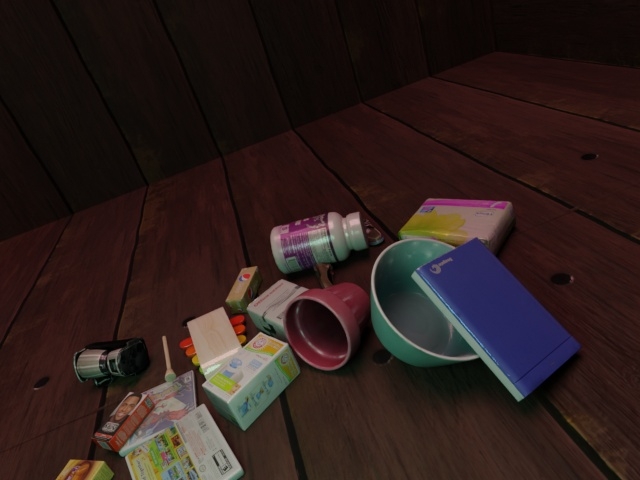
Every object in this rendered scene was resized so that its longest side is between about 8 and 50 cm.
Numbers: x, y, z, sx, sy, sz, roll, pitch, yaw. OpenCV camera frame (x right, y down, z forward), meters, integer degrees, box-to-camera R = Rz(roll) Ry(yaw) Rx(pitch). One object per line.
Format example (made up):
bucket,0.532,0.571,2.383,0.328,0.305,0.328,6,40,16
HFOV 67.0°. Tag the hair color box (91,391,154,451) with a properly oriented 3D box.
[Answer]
hair color box,-0.492,0.452,1.211,0.072,0.043,0.141,-4,32,29

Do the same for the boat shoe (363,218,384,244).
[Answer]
boat shoe,0.151,-0.038,1.688,0.066,0.066,0.183,-31,30,-20

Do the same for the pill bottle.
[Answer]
pill bottle,0.000,0.000,1.609,0.302,0.169,0.169,-14,29,10

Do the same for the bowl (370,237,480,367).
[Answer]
bowl,0.239,0.163,1.106,0.312,0.163,0.311,9,51,-12

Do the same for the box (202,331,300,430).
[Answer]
box,-0.166,0.339,1.188,0.114,0.103,0.203,12,42,44

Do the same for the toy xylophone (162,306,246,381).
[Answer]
toy xylophone,-0.320,0.302,1.363,0.236,0.081,0.322,-20,28,-7

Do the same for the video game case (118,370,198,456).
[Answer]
video game case,-0.416,0.441,1.252,0.201,0.023,0.183,-23,29,-7

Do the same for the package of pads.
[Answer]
package of pads,0.414,-0.034,1.482,0.297,0.101,0.229,5,37,39

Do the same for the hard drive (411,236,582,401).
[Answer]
hard drive,0.371,0.149,1.026,0.210,0.040,0.318,-23,62,-31

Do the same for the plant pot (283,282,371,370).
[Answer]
plant pot,0.036,0.199,1.236,0.201,0.201,0.180,3,20,36

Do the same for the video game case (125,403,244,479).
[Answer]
video game case,-0.304,0.495,1.065,0.206,0.026,0.227,-31,36,-20

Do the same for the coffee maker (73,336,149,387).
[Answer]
coffee maker,-0.610,0.342,1.444,0.178,0.120,0.171,-9,29,18

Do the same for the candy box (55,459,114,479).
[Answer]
candy box,-0.560,0.582,1.063,0.109,0.053,0.186,-7,29,22

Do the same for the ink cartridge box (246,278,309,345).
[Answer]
ink cartridge box,-0.087,0.207,1.387,0.153,0.087,0.208,-38,34,-29

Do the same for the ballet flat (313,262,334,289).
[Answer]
ballet flat,0.029,0.130,1.464,0.058,0.084,0.250,-22,23,-2

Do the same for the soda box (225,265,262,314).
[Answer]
soda box,-0.250,0.163,1.598,0.061,0.058,0.181,-10,29,17
